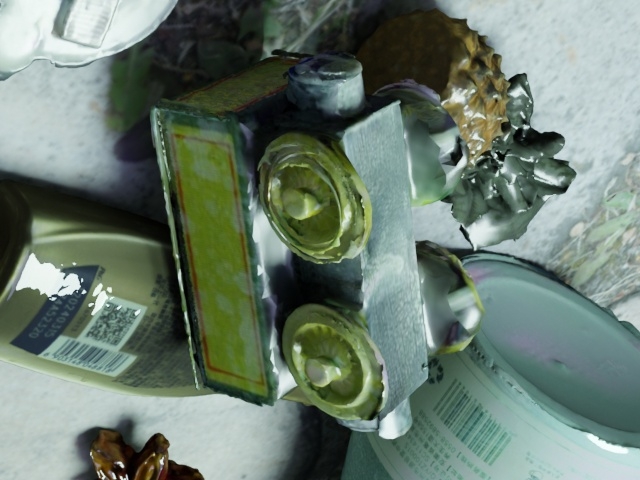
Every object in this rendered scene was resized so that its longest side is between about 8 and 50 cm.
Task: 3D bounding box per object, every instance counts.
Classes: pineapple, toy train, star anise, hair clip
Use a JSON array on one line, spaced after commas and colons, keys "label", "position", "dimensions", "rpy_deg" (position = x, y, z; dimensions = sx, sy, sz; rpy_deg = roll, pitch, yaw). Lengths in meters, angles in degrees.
[{"label": "pineapple", "position": [0.108, -0.076, 1.101], "dimensions": [0.119, 0.111, 0.237], "rpy_deg": [-18, 152, 25]}, {"label": "toy train", "position": [0.000, 0.000, 0.980], "dimensions": [0.134, 0.177, 0.261], "rpy_deg": [-29, 121, -42]}, {"label": "star anise", "position": [-0.145, 0.221, 1.223], "dimensions": [0.097, 0.070, 0.191], "rpy_deg": [9, 128, -8]}, {"label": "hair clip", "position": [-0.127, -0.163, 0.893], "dimensions": [0.116, 0.049, 0.172], "rpy_deg": [10, 123, -35]}]

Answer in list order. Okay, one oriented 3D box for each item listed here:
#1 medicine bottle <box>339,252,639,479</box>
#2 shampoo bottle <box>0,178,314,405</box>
[{"label": "medicine bottle", "position": [0.133, 0.194, 1.260], "dimensions": [0.245, 0.245, 0.290], "rpy_deg": [9, 124, -40]}, {"label": "shampoo bottle", "position": [-0.104, 0.057, 1.082], "dimensions": [0.350, 0.084, 0.126], "rpy_deg": [20, 110, -45]}]
